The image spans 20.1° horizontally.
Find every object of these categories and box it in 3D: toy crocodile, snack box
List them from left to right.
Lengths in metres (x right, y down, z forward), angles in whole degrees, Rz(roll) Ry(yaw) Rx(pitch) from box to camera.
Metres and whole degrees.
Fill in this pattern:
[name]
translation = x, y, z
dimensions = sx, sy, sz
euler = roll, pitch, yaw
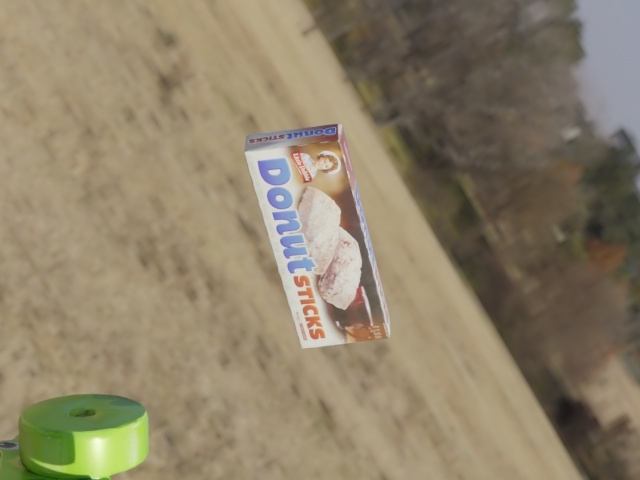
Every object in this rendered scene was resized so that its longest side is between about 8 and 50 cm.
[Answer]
[toy crocodile]
translation = -0.127, 0.158, 0.853
dimensions = 0.340, 0.105, 0.115
euler = -122, -148, -71
[snack box]
translation = 0.000, 0.000, 1.204
dimensions = 0.022, 0.064, 0.178
euler = -85, 164, -49
